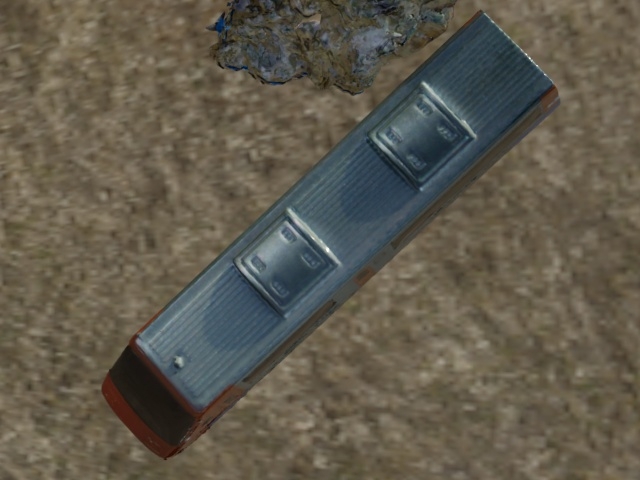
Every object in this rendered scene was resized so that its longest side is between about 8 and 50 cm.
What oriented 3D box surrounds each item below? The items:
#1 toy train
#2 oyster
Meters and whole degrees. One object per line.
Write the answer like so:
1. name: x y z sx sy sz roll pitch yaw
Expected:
1. toy train: 0.000 0.000 1.322 0.409 0.089 0.086 -43 78 0
2. oyster: 0.004 -0.230 1.613 0.198 0.259 0.092 56 38 -19
